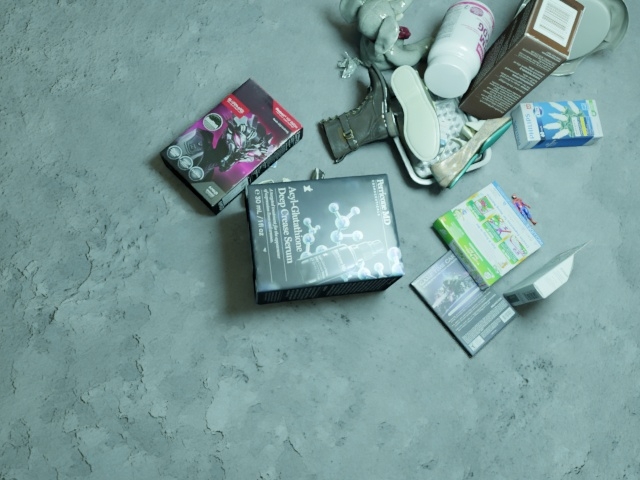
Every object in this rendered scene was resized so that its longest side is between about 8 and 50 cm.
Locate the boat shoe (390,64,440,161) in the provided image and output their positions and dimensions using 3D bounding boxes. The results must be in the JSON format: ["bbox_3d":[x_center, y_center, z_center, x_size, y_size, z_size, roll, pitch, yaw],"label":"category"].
[{"bbox_3d":[0.298,-0.375,1.626,0.109,0.091,0.305,-22,75,28],"label":"boat shoe"}]

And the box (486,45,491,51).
[{"bbox_3d":[0.504,-0.571,1.800,0.231,0.056,0.183,30,74,1],"label":"box"}]

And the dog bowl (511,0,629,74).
[{"bbox_3d":[0.781,-0.693,1.730,0.349,0.349,0.102,15,61,-3],"label":"dog bowl"}]

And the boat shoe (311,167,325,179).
[{"bbox_3d":[-0.004,-0.174,1.617,0.038,0.046,0.125,20,29,-13],"label":"boat shoe"}]

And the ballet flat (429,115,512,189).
[{"bbox_3d":[0.446,-0.290,1.627,0.106,0.107,0.316,43,74,12],"label":"ballet flat"}]

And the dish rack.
[{"bbox_3d":[0.353,-0.344,1.715,0.285,0.072,0.333,-19,78,-12],"label":"dish rack"}]

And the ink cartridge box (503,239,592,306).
[{"bbox_3d":[0.668,0.100,1.574,0.232,0.189,0.066,-28,81,-14],"label":"ink cartridge box"}]

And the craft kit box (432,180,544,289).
[{"bbox_3d":[0.509,-0.019,1.644,0.247,0.061,0.250,-31,80,-22],"label":"craft kit box"}]

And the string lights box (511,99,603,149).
[{"bbox_3d":[0.768,-0.377,1.770,0.260,0.077,0.133,-5,77,-8],"label":"string lights box"}]

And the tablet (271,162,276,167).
[{"bbox_3d":[-0.158,-0.265,1.666,0.054,0.006,0.083,8,74,-4],"label":"tablet"}]

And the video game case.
[{"bbox_3d":[0.424,0.174,1.611,0.196,0.026,0.274,-38,82,-14],"label":"video game case"}]

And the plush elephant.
[{"bbox_3d":[0.198,-0.666,1.680,0.330,0.255,0.272,-34,77,-12],"label":"plush elephant"}]

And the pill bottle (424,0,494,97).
[{"bbox_3d":[0.422,-0.583,1.661,0.160,0.160,0.283,24,65,0],"label":"pill bottle"}]

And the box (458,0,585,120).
[{"bbox_3d":[0.561,-0.512,1.558,0.143,0.381,0.191,27,71,-6],"label":"box"}]

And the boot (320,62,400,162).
[{"bbox_3d":[0.106,-0.389,1.654,0.229,0.091,0.263,-15,81,17],"label":"boot"}]

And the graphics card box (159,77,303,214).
[{"bbox_3d":[-0.257,-0.283,1.611,0.371,0.094,0.233,-43,83,-13],"label":"graphics card box"}]

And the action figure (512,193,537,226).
[{"bbox_3d":[0.638,-0.097,1.707,0.038,0.030,0.115,-30,79,-8],"label":"action figure"}]

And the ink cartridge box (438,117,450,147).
[{"bbox_3d":[0.363,-0.330,1.662,0.048,0.028,0.083,18,75,-3],"label":"ink cartridge box"}]

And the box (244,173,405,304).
[{"bbox_3d":[0.000,0.000,1.509,0.395,0.212,0.293,-6,75,-9],"label":"box"}]

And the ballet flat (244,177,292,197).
[{"bbox_3d":[-0.125,-0.150,1.609,0.203,0.074,0.074,-8,76,-7],"label":"ballet flat"}]
